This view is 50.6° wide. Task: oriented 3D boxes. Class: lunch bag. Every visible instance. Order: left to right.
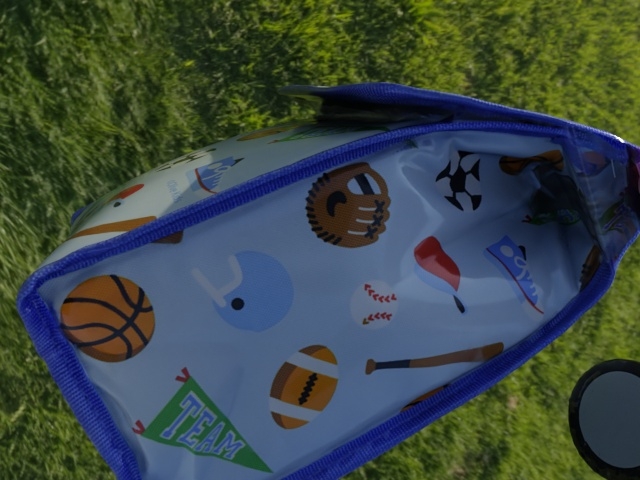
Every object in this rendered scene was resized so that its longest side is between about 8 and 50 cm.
[{"bbox_3d":[0.000,0.000,0.539,0.385,0.328,0.239,-23,105,-9],"label":"lunch bag"}]

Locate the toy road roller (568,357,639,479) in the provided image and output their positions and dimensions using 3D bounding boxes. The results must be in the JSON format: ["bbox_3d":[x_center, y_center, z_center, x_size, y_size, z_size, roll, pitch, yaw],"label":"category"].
[{"bbox_3d":[0.321,0.238,0.475,0.202,0.240,0.330,12,83,-30],"label":"toy road roller"}]
